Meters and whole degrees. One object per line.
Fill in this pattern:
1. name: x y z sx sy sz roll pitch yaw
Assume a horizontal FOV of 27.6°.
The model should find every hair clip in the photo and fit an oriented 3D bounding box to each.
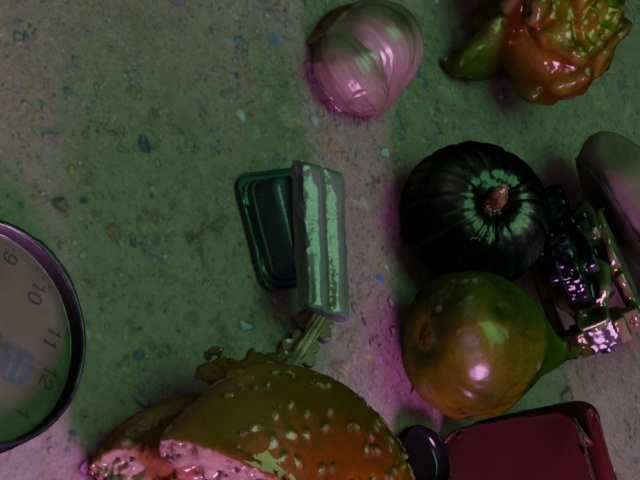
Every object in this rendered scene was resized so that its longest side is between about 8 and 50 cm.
1. hair clip: -0.031 0.160 1.825 0.062 0.056 0.214 34 42 0

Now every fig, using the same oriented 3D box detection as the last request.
1. fig: 0.265 0.182 1.990 0.314 0.233 0.233 36 51 -25

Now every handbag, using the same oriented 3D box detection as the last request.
1. handbag: 0.331 0.393 1.963 0.084 0.260 0.275 -9 83 -50

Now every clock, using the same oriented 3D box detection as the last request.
1. clock: -0.385 0.105 1.464 0.281 0.055 0.280 19 62 -41

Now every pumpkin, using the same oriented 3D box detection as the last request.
1. pumpkin: 0.248 -0.045 2.073 0.250 0.216 0.250 4 72 -13

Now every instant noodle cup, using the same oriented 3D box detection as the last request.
1. instant noodle cup: -0.032 -0.023 1.877 0.157 0.070 0.179 -9 83 -46

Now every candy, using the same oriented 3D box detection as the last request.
1. candy: 0.601 -0.014 2.356 0.427 0.186 0.386 60 -1 23

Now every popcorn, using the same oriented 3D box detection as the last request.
1. popcorn: 0.396 -0.403 2.320 0.321 0.290 0.325 -55 135 -45

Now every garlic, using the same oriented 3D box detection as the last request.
1. garlic: 0.093 -0.301 2.063 0.178 0.143 0.229 50 37 -19

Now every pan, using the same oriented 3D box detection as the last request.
1. pan: 0.166 0.380 1.953 0.115 0.040 0.212 -4 71 -48

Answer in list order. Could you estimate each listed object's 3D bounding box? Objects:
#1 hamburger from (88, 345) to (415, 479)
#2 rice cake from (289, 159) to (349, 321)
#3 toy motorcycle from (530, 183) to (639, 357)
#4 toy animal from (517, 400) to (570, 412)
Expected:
1. hamburger: -0.035 0.282 1.623 0.445 0.268 0.287 41 46 -28
2. rice cake: 0.000 0.000 1.822 0.085 0.040 0.226 12 69 -42
3. toy motorcycle: 0.441 0.051 2.239 0.237 0.169 0.410 63 15 -12
4. toy animal: 0.366 0.366 2.108 0.178 0.127 0.193 -17 87 -50
